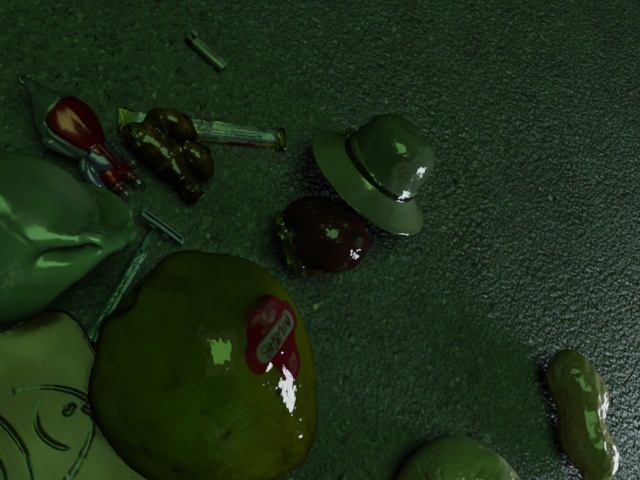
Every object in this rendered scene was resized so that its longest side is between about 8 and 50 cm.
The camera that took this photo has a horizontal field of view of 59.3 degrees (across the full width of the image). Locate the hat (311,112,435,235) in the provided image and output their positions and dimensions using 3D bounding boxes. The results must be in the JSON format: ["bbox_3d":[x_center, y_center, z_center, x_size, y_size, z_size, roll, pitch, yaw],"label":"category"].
[{"bbox_3d":[0.124,-0.143,0.987,0.257,0.130,0.257,30,33,-23],"label":"hat"}]

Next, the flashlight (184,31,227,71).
[{"bbox_3d":[-0.206,-0.338,1.010,0.083,0.018,0.018,40,61,-10],"label":"flashlight"}]

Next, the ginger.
[{"bbox_3d":[-0.233,-0.144,0.908,0.103,0.073,0.162,-46,110,-13],"label":"ginger"}]

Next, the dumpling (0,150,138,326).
[{"bbox_3d":[-0.413,-0.027,0.704,0.321,0.212,0.269,29,61,-25],"label":"dumpling"}]

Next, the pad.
[{"bbox_3d":[-0.391,0.267,0.719,0.284,0.018,0.286,-30,89,-26],"label":"pad"}]

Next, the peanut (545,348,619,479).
[{"bbox_3d":[0.514,0.344,1.098,0.117,0.101,0.263,-4,75,-7],"label":"peanut"}]

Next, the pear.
[{"bbox_3d":[-0.134,0.191,0.744,0.287,0.287,0.375,-48,120,-29],"label":"pear"}]

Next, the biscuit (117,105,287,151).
[{"bbox_3d":[-0.194,-0.189,0.965,0.292,0.026,0.048,2,77,-25],"label":"biscuit"}]

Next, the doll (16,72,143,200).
[{"bbox_3d":[-0.363,-0.159,0.845,0.227,0.075,0.102,46,46,-17],"label":"doll"}]

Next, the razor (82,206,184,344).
[{"bbox_3d":[-0.291,0.058,0.840,0.084,0.036,0.211,42,64,-33],"label":"razor"}]

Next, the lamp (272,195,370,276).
[{"bbox_3d":[0.001,-0.001,0.944,0.157,0.156,0.134,24,106,14],"label":"lamp"}]

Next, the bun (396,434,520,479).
[{"bbox_3d":[0.240,0.442,0.908,0.244,0.153,0.243,7,75,-26],"label":"bun"}]
